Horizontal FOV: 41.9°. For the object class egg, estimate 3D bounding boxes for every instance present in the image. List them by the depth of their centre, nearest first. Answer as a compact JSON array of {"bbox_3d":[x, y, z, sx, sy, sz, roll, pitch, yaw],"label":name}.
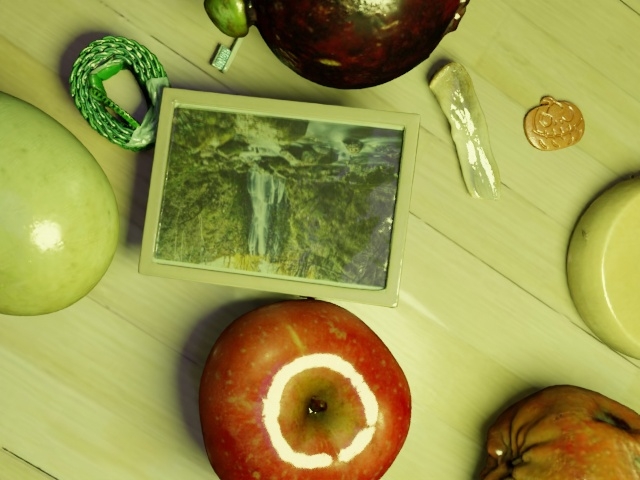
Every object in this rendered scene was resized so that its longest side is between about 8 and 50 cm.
[{"bbox_3d":[-0.364,-0.052,0.963,0.218,0.218,0.295,-33,93,-10],"label":"egg"}]

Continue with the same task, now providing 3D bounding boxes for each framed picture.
[{"bbox_3d":[-0.051,-0.055,1.015,0.324,0.020,0.241,8,87,5],"label":"framed picture"}]

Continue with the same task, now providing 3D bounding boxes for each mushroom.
[{"bbox_3d":[0.205,-0.148,1.161,0.059,0.054,0.202,-22,98,-5],"label":"mushroom"}]

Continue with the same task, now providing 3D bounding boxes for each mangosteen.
[{"bbox_3d":[0.009,-0.344,0.998,0.359,0.306,0.306,18,86,-3],"label":"mangosteen"}]

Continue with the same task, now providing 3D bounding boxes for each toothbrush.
[{"bbox_3d":[-0.083,-0.345,1.122,0.026,0.022,0.263,26,85,-21],"label":"toothbrush"}]

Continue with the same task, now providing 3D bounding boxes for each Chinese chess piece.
[{"bbox_3d":[0.481,0.038,1.179,0.273,0.102,0.273,0,90,-12],"label":"Chinese chess piece"}]

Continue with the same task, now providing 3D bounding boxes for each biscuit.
[{"bbox_3d":[0.335,-0.169,1.199,0.091,0.015,0.078,-17,92,-11],"label":"biscuit"}]

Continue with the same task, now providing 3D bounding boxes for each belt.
[{"bbox_3d":[-0.246,-0.184,1.058,0.121,0.079,0.151,-33,95,-10],"label":"belt"}]

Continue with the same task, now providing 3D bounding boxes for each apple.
[{"bbox_3d":[-0.020,0.198,1.024,0.260,0.216,0.261,1,87,-11],"label":"apple"}]

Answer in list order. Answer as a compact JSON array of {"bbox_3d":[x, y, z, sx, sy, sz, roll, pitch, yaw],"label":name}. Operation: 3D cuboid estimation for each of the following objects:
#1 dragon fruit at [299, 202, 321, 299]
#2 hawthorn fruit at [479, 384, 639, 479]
[{"bbox_3d":[-0.001,0.001,1.104,0.161,0.127,0.121,29,107,-29],"label":"dragon fruit"},{"bbox_3d":[0.331,0.317,1.076,0.258,0.258,0.262,-46,112,-8],"label":"hawthorn fruit"}]
